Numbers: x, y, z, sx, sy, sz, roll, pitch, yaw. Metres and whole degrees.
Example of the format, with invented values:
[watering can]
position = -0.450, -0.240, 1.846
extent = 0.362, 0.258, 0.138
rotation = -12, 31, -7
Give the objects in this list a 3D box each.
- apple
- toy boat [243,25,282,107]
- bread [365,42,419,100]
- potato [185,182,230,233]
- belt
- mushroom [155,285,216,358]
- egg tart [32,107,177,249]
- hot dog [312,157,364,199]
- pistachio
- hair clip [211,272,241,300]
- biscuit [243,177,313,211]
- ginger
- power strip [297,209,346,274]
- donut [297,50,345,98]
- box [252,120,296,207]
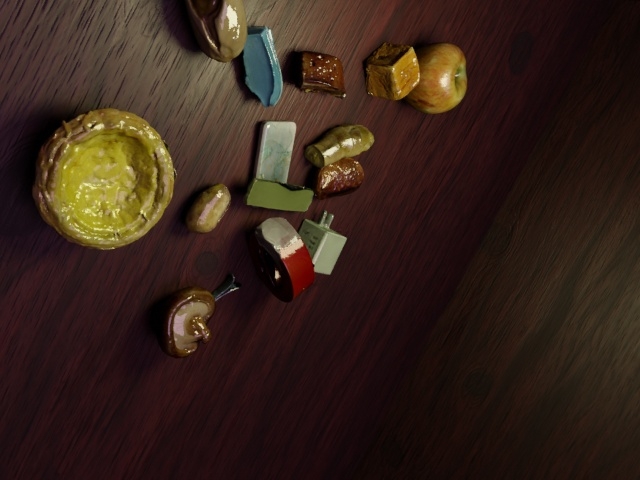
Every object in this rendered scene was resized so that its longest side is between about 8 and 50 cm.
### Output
[apple]
position = 0.427, -0.618, 1.841
extent = 0.264, 0.264, 0.264
rotation = -28, 132, -35
[toy boat]
position = -0.160, -0.491, 1.370
extent = 0.098, 0.109, 0.238
rotation = -72, 160, -46
[bread]
position = 0.252, -0.599, 1.709
extent = 0.149, 0.158, 0.143
rotation = -41, 141, -16
[potato]
position = -0.335, -0.095, 1.438
extent = 0.107, 0.080, 0.170
rotation = 36, 81, -52
[belt]
position = -0.132, 0.066, 1.655
extent = 0.115, 0.227, 0.323
rotation = -38, 139, -29
[mushroom]
position = -0.436, 0.249, 1.525
extent = 0.194, 0.138, 0.231
rotation = 43, 67, -35
[egg tart]
position = -0.517, -0.152, 1.151
extent = 0.345, 0.132, 0.345
rotation = -28, 134, -34
[hot dog]
position = 0.055, -0.226, 1.777
extent = 0.227, 0.099, 0.160
rotation = -16, 125, -41
[pistachio]
position = -0.254, -0.560, 1.183
extent = 0.138, 0.153, 0.238
rotation = -10, 129, 3
[hair clip]
position = -0.372, 0.208, 1.644
extent = 0.229, 0.039, 0.070
rotation = -42, 139, -14
[biscuit]
position = -0.132, -0.151, 1.606
extent = 0.322, 0.038, 0.099
rotation = 1, 118, -55
[ginger]
position = 0.070, -0.343, 1.711
extent = 0.263, 0.109, 0.116
rotation = -28, 131, -26
[power strip]
position = 0.000, 0.000, 1.833
extent = 0.139, 0.140, 0.224
rotation = 17, 101, -51
[donut]
position = 0.012, -0.521, 1.512
extent = 0.187, 0.144, 0.126
rotation = -4, 98, -19
[box]
position = -0.157, -0.248, 1.572
extent = 0.142, 0.044, 0.285
rotation = -16, 126, -47
